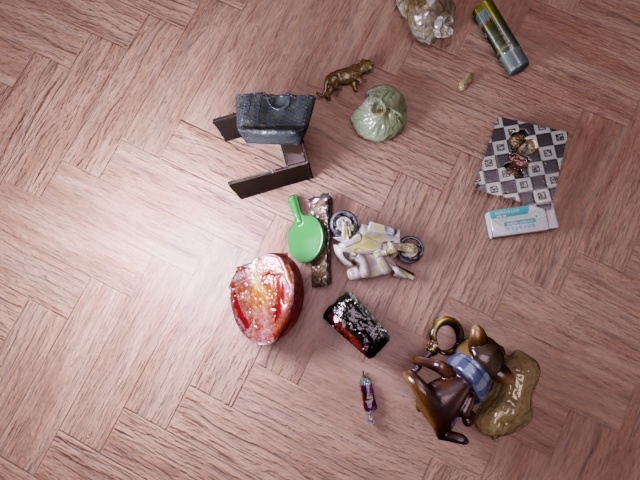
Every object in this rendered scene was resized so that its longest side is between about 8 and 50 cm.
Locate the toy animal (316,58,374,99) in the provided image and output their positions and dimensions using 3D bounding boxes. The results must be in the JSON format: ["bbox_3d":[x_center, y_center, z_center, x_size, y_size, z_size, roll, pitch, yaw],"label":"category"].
[{"bbox_3d":[0.093,-0.597,1.765,0.241,0.057,0.099,-19,73,1],"label":"toy animal"}]

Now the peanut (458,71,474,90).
[{"bbox_3d":[0.537,-0.585,1.747,0.037,0.037,0.083,40,80,8],"label":"peanut"}]

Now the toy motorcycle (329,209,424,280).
[{"bbox_3d":[0.176,0.043,1.617,0.341,0.108,0.223,18,90,-4],"label":"toy motorcycle"}]

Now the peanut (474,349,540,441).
[{"bbox_3d":[0.605,0.500,1.512,0.159,0.143,0.291,36,77,-24],"label":"peanut"}]

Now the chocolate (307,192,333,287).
[{"bbox_3d":[0.006,0.000,1.657,0.102,0.065,0.329,-9,76,38],"label":"chocolate"}]

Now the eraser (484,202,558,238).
[{"bbox_3d":[0.692,-0.067,1.642,0.225,0.052,0.095,-8,78,2],"label":"eraser"}]

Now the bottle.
[{"bbox_3d":[0.661,-0.743,1.743,0.082,0.082,0.286,-25,80,-2],"label":"bottle"}]

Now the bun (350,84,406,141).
[{"bbox_3d":[0.209,-0.463,1.697,0.204,0.126,0.212,0,80,1],"label":"bun"}]

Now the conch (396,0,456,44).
[{"bbox_3d":[0.393,-0.857,1.737,0.210,0.159,0.291,-39,79,-3],"label":"conch"}]

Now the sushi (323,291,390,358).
[{"bbox_3d":[0.123,0.277,1.573,0.225,0.136,0.126,41,82,16],"label":"sushi"}]

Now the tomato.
[{"bbox_3d":[-0.148,0.185,1.585,0.309,0.170,0.309,4,96,36],"label":"tomato"}]

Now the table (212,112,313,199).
[{"bbox_3d":[-0.196,-0.317,1.657,0.282,0.196,0.250,-15,81,1],"label":"table"}]

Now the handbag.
[{"bbox_3d":[-0.153,-0.401,1.537,0.270,0.088,0.175,4,74,6],"label":"handbag"}]

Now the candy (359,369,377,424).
[{"bbox_3d":[0.158,0.517,1.574,0.043,0.045,0.175,-8,80,-12],"label":"candy"}]

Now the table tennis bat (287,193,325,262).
[{"bbox_3d":[-0.064,-0.045,1.662,0.160,0.039,0.257,-31,67,29],"label":"table tennis bat"}]

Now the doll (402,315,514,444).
[{"bbox_3d":[0.421,0.428,1.496,0.340,0.209,0.318,-42,79,-7],"label":"doll"}]

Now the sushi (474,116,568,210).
[{"bbox_3d":[0.703,-0.269,1.674,0.264,0.050,0.290,17,82,13],"label":"sushi"}]
